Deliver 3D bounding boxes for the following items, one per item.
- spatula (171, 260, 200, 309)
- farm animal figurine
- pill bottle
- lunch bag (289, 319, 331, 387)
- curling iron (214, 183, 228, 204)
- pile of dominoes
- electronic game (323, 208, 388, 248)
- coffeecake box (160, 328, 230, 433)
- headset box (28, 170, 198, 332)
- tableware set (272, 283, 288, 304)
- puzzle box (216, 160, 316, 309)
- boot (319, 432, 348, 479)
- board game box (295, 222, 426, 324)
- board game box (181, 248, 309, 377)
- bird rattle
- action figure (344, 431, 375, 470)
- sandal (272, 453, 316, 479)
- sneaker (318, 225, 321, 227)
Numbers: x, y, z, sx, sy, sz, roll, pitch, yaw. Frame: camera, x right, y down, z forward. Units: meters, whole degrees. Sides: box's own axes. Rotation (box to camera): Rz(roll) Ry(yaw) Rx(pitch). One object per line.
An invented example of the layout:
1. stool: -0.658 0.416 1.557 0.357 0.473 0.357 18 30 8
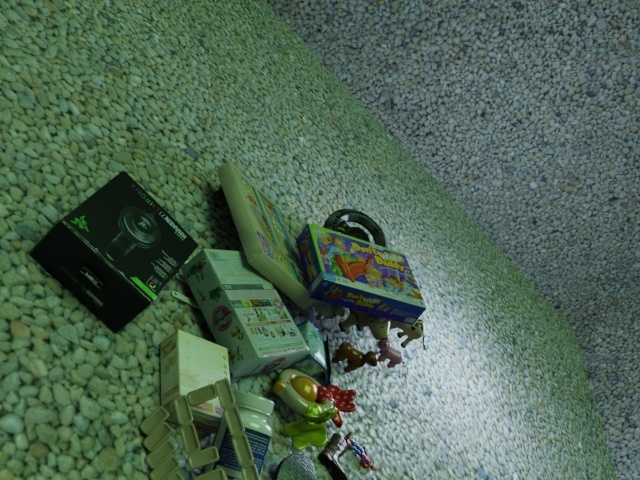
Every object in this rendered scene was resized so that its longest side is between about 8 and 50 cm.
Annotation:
1. spatula: -0.271 0.135 1.724 0.242 0.019 0.168 34 33 -34
2. farm animal figurine: 0.160 0.226 2.041 0.330 0.172 0.326 -19 72 -46
3. pill bottle: -0.160 0.407 1.385 0.112 0.112 0.186 32 66 -36
4. lunch bag: -0.019 0.310 1.842 0.151 0.096 0.128 51 22 -38
5. curling iron: -0.218 -0.051 2.016 0.274 0.035 0.068 50 33 -5
6. pile of dominoes: -0.231 0.415 1.315 0.040 0.196 0.251 83 -13 -61
7. electronic game: 0.112 0.000 2.154 0.229 0.048 0.229 15 54 -21
8. coffeecake box: -0.267 0.303 1.472 0.142 0.068 0.185 31 34 -39
9. headset box: -0.436 0.022 1.473 0.246 0.131 0.283 47 28 -11
10. tableware set: -0.110 0.117 1.979 0.128 0.039 0.194 54 26 3
11. puzzle box: -0.154 -0.021 1.923 0.272 0.052 0.409 44 15 -45
12. boot: 0.051 0.549 1.725 0.106 0.037 0.114 56 22 1
13. board game box: 0.114 0.097 1.955 0.347 0.078 0.233 17 35 -27
14. board game box: -0.183 0.172 1.686 0.224 0.097 0.303 7 48 -59
15. bird rattle: -0.016 0.391 1.712 0.207 0.143 0.253 40 23 8
16. action figure: 0.107 0.560 1.805 0.115 0.030 0.038 53 22 -3
17. sandal: -0.081 0.570 1.480 0.097 0.054 0.254 39 39 -12
18. sneaker: 0.000 0.000 2.306 0.044 0.040 0.109 47 26 -49
